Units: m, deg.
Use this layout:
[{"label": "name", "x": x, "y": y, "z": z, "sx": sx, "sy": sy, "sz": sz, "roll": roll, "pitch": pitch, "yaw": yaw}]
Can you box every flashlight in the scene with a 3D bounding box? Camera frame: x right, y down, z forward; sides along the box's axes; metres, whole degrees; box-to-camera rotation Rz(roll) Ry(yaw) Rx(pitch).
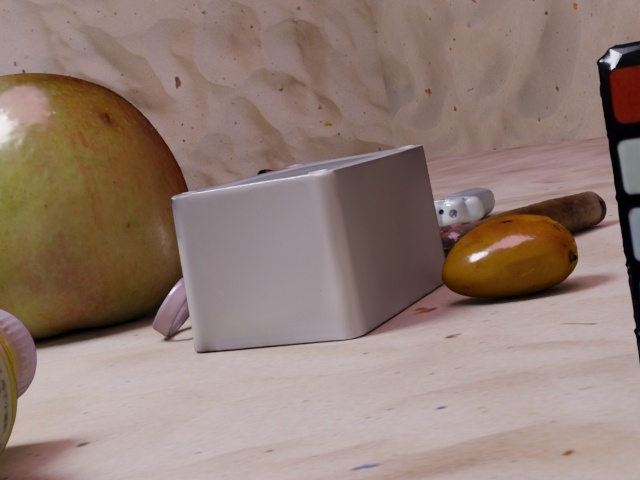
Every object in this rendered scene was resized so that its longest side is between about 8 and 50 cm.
[{"label": "flashlight", "x": 0.188, "y": -0.041, "z": 1.552, "sx": 0.093, "sy": 0.047, "sz": 0.200, "roll": -7, "pitch": 4, "yaw": 21}]

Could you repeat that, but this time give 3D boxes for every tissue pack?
[{"label": "tissue pack", "x": -0.001, "y": 0.000, "z": 1.035, "sx": 0.159, "sy": 0.136, "sz": 0.246, "roll": -7, "pitch": 6, "yaw": 26}]

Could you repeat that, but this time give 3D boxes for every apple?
[{"label": "apple", "x": -0.304, "y": -0.040, "z": 1.260, "sx": 0.319, "sy": 0.277, "sz": 0.319, "roll": -10, "pitch": 4, "yaw": 1}]

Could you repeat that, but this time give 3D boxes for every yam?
[{"label": "yam", "x": 0.215, "y": -0.013, "z": 1.229, "sx": 0.264, "sy": 0.046, "sz": 0.046, "roll": -14, "pitch": 6, "yaw": -42}]

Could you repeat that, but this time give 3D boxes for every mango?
[{"label": "mango", "x": 0.157, "y": 0.016, "z": 0.967, "sx": 0.114, "sy": 0.060, "sz": 0.080, "roll": -7, "pitch": 22, "yaw": 9}]

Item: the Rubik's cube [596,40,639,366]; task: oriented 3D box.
[{"label": "Rubik's cube", "x": 0.267, "y": -0.028, "z": 0.583, "sx": 0.182, "sy": 0.187, "sz": 0.184, "roll": -5, "pitch": 9, "yaw": 39}]

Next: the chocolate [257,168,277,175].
[{"label": "chocolate", "x": -0.057, "y": -0.035, "z": 1.641, "sx": 0.080, "sy": 0.125, "sz": 0.149, "roll": 5, "pitch": -6, "yaw": -26}]

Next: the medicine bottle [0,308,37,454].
[{"label": "medicine bottle", "x": -0.229, "y": 0.087, "z": 0.648, "sx": 0.122, "sy": 0.121, "sz": 0.212, "roll": -9, "pitch": 6, "yaw": 9}]

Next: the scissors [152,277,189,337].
[{"label": "scissors", "x": -0.113, "y": 0.041, "z": 1.153, "sx": 0.030, "sy": 0.118, "sz": 0.242, "roll": 31, "pitch": -2, "yaw": 4}]
